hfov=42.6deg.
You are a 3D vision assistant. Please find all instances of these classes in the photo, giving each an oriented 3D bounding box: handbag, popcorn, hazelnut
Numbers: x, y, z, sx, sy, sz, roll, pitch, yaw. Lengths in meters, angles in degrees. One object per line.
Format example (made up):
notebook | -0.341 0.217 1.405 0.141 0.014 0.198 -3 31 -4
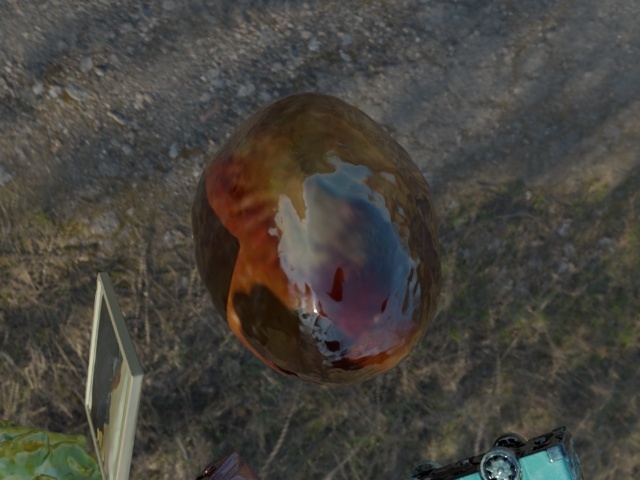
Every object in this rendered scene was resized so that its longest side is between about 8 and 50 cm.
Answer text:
handbag | -0.222 0.572 1.875 0.135 0.225 0.146 47 61 0
popcorn | -0.511 0.449 1.398 0.312 0.312 0.312 -15 121 -27
hazelnut | 0.000 0.000 1.153 0.352 0.421 0.421 -2 116 -11

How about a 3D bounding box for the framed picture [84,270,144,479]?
framed picture | -0.273 0.197 1.065 0.018 0.192 0.265 -4 130 -26

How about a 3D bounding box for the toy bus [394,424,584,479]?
toy bus | 0.131 0.209 0.641 0.160 0.092 0.079 -25 171 17
